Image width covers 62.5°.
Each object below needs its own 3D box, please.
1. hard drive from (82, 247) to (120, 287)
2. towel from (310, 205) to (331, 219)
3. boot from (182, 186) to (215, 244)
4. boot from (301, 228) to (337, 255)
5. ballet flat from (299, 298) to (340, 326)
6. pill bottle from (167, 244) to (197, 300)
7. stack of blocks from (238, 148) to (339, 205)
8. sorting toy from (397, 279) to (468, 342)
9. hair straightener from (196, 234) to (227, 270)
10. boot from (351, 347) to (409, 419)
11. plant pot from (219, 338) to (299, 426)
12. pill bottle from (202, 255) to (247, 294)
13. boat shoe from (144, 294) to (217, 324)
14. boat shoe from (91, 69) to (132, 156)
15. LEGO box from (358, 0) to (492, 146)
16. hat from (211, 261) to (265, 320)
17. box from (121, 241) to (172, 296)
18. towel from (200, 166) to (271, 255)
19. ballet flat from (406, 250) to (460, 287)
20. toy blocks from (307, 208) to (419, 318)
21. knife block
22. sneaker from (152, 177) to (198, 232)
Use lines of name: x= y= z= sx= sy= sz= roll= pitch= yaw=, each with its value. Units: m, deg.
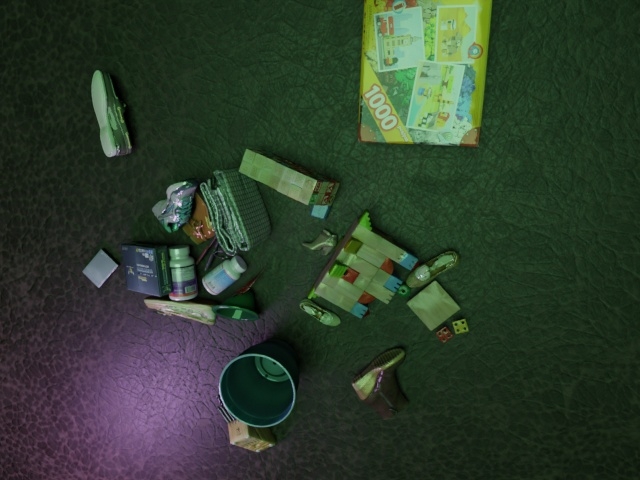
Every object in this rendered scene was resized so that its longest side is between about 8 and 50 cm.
hard drive: x=-0.868 y=0.108 z=2.088 sx=0.094 sy=0.022 sz=0.135 roll=45 pitch=105 yaw=0
towel: x=0.009 y=-0.137 z=1.869 sx=0.067 sy=0.029 sz=0.119 roll=20 pitch=104 yaw=6
boot: x=-0.455 y=-0.092 z=1.946 sx=0.152 sy=0.073 sz=0.197 roll=-35 pitch=89 yaw=21
boot: x=0.000 y=0.000 z=1.897 sx=0.118 sy=0.042 sz=0.087 roll=21 pitch=98 yaw=5
ballet flat: x=-0.006 y=0.274 z=1.944 sx=0.168 sy=0.052 sz=0.057 roll=29 pitch=105 yaw=4
pill bottle: x=-0.524 y=0.119 z=1.981 sx=0.108 sy=0.108 sz=0.193 roll=-1 pitch=101 yaw=11
stack of blocks: x=-0.106 y=-0.216 z=1.799 sx=0.297 sy=0.171 sz=0.087 roll=27 pitch=105 yaw=23
sorting toy: x=0.404 y=0.231 z=1.861 sx=0.132 sy=0.046 sz=0.274 roll=-42 pitch=91 yaw=16
hair straightener: x=-0.373 y=0.029 z=1.951 sx=0.089 sy=0.047 sz=0.230 roll=38 pitch=113 yaw=0
boot: x=0.262 y=0.528 z=1.946 sx=0.248 sy=0.090 sz=0.207 roll=-40 pitch=104 yaw=14
plant pot: x=-0.194 y=0.487 z=1.919 sx=0.272 sy=0.255 sz=0.271 roll=2 pitch=103 yaw=10
pill bottle: x=-0.354 y=0.127 z=1.961 sx=0.160 sy=0.087 sz=0.087 roll=-35 pitch=93 yaw=15
boat shoe: x=-0.537 y=0.263 z=2.015 sx=0.285 sy=0.104 sz=0.089 roll=7 pitch=100 yaw=8
boat shoe: x=-0.757 y=-0.460 z=1.916 sx=0.109 sy=0.091 sz=0.305 roll=2 pitch=102 yaw=48
LEGO box: x=0.319 y=-0.551 z=1.641 sx=0.373 sy=0.193 sz=0.500 roll=4 pitch=102 yaw=10
hat: x=-0.291 y=0.193 z=1.986 sx=0.209 sy=0.173 sz=0.183 roll=1 pitch=66 yaw=17
box: x=-0.654 y=0.104 z=1.978 sx=0.233 sy=0.059 sz=0.183 roll=6 pitch=105 yaw=40
towel: x=-0.295 y=-0.108 z=1.829 sx=0.121 sy=0.235 sz=0.283 roll=-18 pitch=97 yaw=20
ballet flat: x=0.383 y=0.092 z=1.807 sx=0.206 sy=0.067 sz=0.073 roll=-31 pitch=64 yaw=2
toy blocks: x=0.163 y=0.113 z=1.833 sx=0.261 sy=0.191 sz=0.381 roll=31 pitch=105 yaw=-8
knife block: x=-0.296 y=0.682 z=2.078 sx=0.088 sy=0.242 sz=0.276 roll=-27 pitch=140 yaw=16
sneaker: x=-0.495 y=-0.124 z=1.885 sx=0.283 sy=0.110 sz=0.122 roll=-37 pitch=78 yaw=46
